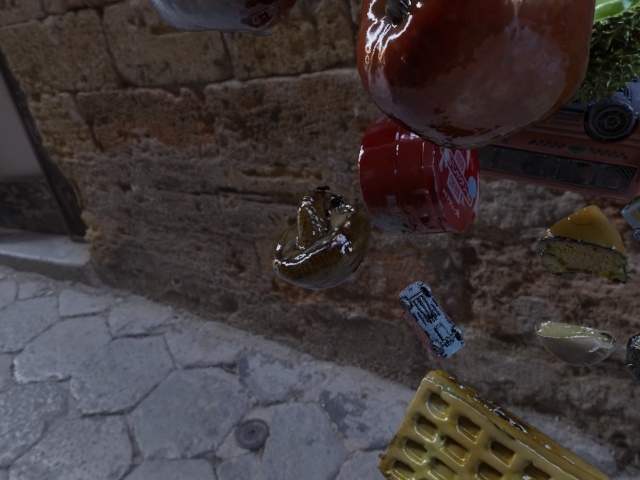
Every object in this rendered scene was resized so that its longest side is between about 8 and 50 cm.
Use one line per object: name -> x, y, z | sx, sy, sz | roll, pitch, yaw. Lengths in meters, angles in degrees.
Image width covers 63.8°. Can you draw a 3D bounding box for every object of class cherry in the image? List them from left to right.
cherry -> -0.186, -0.526, 0.913 | 0.326, 0.335, 0.291 | -13, 22, 43

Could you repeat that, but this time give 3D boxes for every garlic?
garlic -> 0.651, 0.266, 1.301 | 0.087, 0.101, 0.195 | -46, 25, -23

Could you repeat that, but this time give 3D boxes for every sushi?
sushi -> 1.008, 0.329, 1.503 | 0.225, 0.126, 0.136 | -18, 17, -13

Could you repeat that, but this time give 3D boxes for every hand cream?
hand cream -> 0.177, -0.120, 0.907 | 0.149, 0.230, 0.230 | 1, 28, 36

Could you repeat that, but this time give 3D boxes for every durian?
durian -> 0.414, -0.317, 0.836 | 0.200, 0.177, 0.236 | -35, 40, -29

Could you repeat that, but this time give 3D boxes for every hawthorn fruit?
hawthorn fruit -> 0.086, -0.142, 0.349 | 0.203, 0.163, 0.162 | -8, 21, -35

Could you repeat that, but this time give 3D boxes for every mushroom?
mushroom -> 0.008, -0.001, 1.338 | 0.263, 0.195, 0.283 | -9, 61, 39

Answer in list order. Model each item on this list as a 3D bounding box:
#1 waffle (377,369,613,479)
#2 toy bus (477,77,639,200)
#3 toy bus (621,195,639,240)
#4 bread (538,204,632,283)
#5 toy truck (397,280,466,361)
waffle -> 0.273, 0.387, 0.843 | 0.327, 0.224, 0.098 | 30, 9, 30
toy bus -> 0.434, -0.234, 1.029 | 0.426, 0.233, 0.203 | 14, 46, 19
toy bus -> 0.618, -0.003, 0.891 | 0.064, 0.075, 0.190 | -38, 80, -24
bread -> 0.596, 0.030, 1.174 | 0.159, 0.140, 0.169 | -19, 38, 13
toy truck -> 0.351, 0.265, 1.681 | 0.107, 0.114, 0.253 | -30, 75, -20
